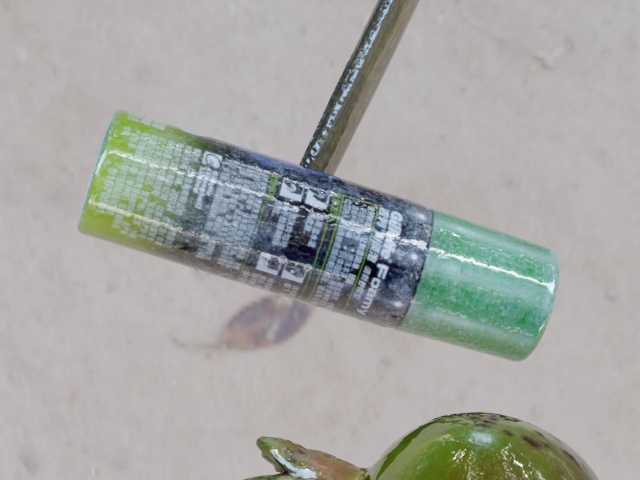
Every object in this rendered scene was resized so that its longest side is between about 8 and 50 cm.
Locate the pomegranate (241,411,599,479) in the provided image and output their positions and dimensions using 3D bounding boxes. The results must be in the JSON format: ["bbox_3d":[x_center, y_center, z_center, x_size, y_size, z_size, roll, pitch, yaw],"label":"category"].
[{"bbox_3d":[0.056,0.157,0.849,0.205,0.159,0.159,18,64,11],"label":"pomegranate"}]

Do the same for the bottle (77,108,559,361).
[{"bbox_3d":[0.000,0.000,1.176,0.330,0.093,0.093,18,64,-6],"label":"bottle"}]

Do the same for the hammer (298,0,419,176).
[{"bbox_3d":[0.067,-0.196,1.231,0.043,0.111,0.365,31,100,32],"label":"hammer"}]
